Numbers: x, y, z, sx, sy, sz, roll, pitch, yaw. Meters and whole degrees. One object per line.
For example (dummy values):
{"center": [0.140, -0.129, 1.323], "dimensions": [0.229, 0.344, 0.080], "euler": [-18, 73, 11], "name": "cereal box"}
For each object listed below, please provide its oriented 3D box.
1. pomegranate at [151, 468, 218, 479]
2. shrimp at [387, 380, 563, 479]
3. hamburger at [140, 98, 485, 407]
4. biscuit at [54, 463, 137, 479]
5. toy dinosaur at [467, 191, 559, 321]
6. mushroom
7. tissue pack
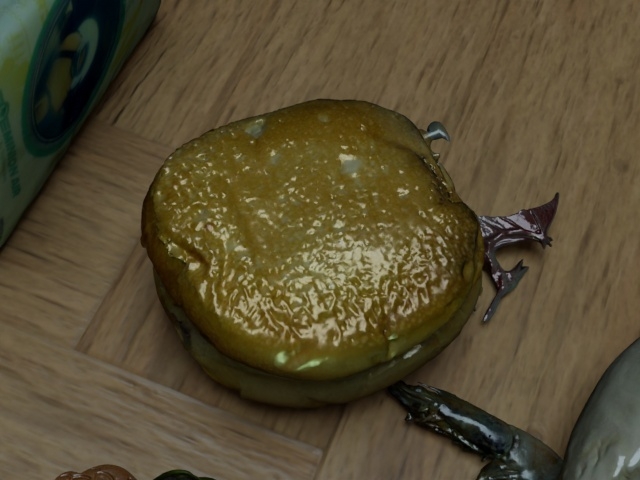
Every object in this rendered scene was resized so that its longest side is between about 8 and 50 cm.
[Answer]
{"center": [-0.118, 0.250, 0.799], "dimensions": [0.163, 0.138, 0.126], "euler": [-27, 70, 14], "name": "pomegranate"}
{"center": [0.123, 0.211, 0.898], "dimensions": [0.195, 0.035, 0.148], "euler": [30, 61, 10], "name": "shrimp"}
{"center": [0.000, 0.000, 0.937], "dimensions": [0.314, 0.170, 0.290], "euler": [-20, 64, -15], "name": "hamburger"}
{"center": [-0.196, 0.226, 0.864], "dimensions": [0.091, 0.015, 0.078], "euler": [-38, 69, -26], "name": "biscuit"}
{"center": [0.162, 0.015, 1.028], "dimensions": [0.220, 0.032, 0.108], "euler": [-39, 72, -14], "name": "toy dinosaur"}
{"center": [0.309, 0.146, 0.906], "dimensions": [0.128, 0.128, 0.350], "euler": [35, 57, 16], "name": "mushroom"}
{"center": [-0.288, -0.206, 0.973], "dimensions": [0.162, 0.287, 0.388], "euler": [24, 59, 2], "name": "tissue pack"}
